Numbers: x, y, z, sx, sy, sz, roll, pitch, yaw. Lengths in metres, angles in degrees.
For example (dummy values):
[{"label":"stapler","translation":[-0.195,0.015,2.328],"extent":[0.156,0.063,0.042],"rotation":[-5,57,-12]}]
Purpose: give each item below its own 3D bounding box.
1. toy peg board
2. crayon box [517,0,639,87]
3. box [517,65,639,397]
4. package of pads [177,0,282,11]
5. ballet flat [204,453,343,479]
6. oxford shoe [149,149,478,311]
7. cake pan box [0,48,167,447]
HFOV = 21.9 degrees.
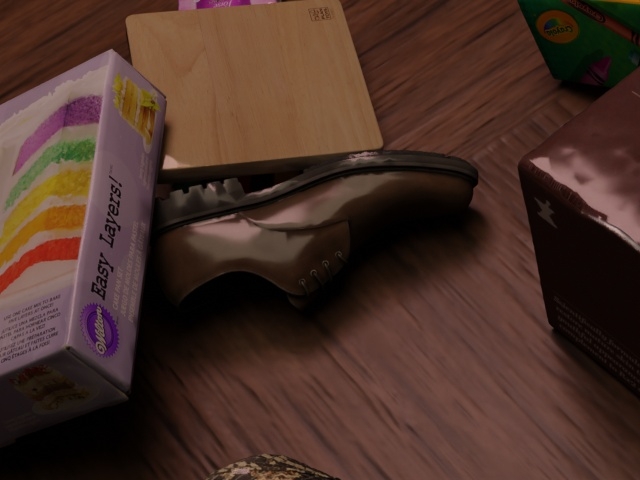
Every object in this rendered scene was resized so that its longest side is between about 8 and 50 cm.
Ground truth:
[{"label":"toy peg board","translation":[-0.051,-0.089,1.194],"extent":[0.161,0.079,0.161],"rotation":[-6,49,-9]},{"label":"crayon box","translation":[0.290,-0.216,1.147],"extent":[0.278,0.081,0.165],"rotation":[-43,31,-20]},{"label":"box","translation":[0.253,-0.012,0.972],"extent":[0.203,0.167,0.168],"rotation":[-37,52,-14]},{"label":"package of pads","translation":[-0.069,-0.182,1.289],"extent":[0.083,0.032,0.050],"rotation":[-11,48,7]},{"label":"ballet flat","translation":[-0.137,0.292,0.825],"extent":[0.483,0.164,0.182],"rotation":[-40,24,-19]},{"label":"oxford shoe","translation":[0.000,0.000,1.106],"extent":[0.227,0.083,0.096],"rotation":[-15,72,2]},{"label":"cake pan box","translation":[-0.228,0.024,1.093],"extent":[0.267,0.070,0.245],"rotation":[-21,45,30]}]
